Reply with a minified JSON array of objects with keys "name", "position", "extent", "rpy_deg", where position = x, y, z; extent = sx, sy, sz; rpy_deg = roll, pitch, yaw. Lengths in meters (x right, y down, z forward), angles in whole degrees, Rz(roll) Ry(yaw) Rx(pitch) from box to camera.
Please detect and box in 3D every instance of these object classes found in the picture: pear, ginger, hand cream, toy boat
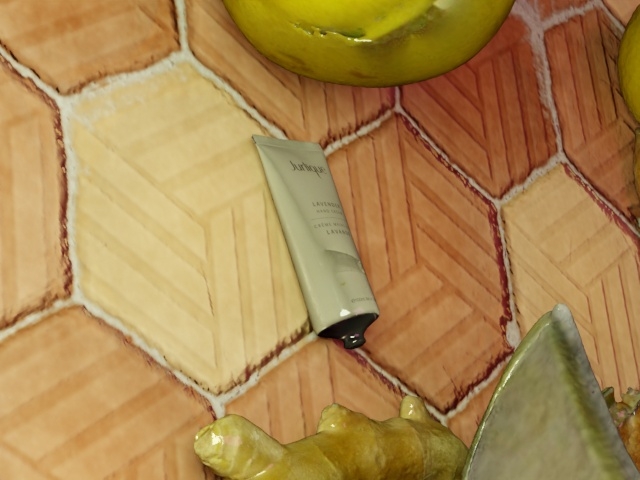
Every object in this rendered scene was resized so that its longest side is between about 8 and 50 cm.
[{"name":"pear","position":[0.050,-0.272,1.253],"extent":[0.285,0.285,0.336],"rpy_deg":[54,41,-15]},{"name":"ginger","position":[0.020,0.180,1.168],"extent":[0.299,0.065,0.118],"rpy_deg":[0,77,-50]},{"name":"hand cream","position":[0.000,0.000,1.244],"extent":[0.087,0.054,0.186],"rpy_deg":[3,63,-51]},{"name":"toy boat","position":[0.191,0.237,1.260],"extent":[0.293,0.111,0.276],"rpy_deg":[40,75,-30]}]

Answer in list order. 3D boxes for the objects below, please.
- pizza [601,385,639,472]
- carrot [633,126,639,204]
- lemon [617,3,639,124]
[{"name":"pizza","position":[0.237,0.227,1.393],"extent":[0.195,0.052,0.185],"rpy_deg":[-2,90,-41]},{"name":"carrot","position":[0.378,-0.029,1.656],"extent":[0.072,0.072,0.205],"rpy_deg":[-3,72,-48]},{"name":"lemon","position":[0.418,-0.186,1.685],"extent":[0.187,0.187,0.244],"rpy_deg":[-43,137,-48]}]
